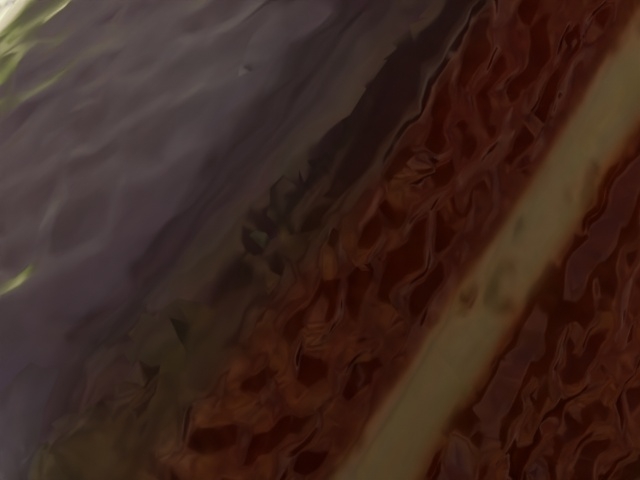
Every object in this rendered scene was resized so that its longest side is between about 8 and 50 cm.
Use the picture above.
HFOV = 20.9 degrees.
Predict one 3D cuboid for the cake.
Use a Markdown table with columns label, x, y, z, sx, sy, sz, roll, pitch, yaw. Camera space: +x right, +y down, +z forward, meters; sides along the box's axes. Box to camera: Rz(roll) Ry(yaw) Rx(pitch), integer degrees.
| label | x | y | z | sx | sy | sz | roll | pitch | yaw |
| --- | --- | --- | --- | --- | --- | --- | --- | --- | --- |
| cake | 0.000 | 0.000 | 0.601 | 0.230 | 0.237 | 0.309 | 17 | -116 | 51 |
